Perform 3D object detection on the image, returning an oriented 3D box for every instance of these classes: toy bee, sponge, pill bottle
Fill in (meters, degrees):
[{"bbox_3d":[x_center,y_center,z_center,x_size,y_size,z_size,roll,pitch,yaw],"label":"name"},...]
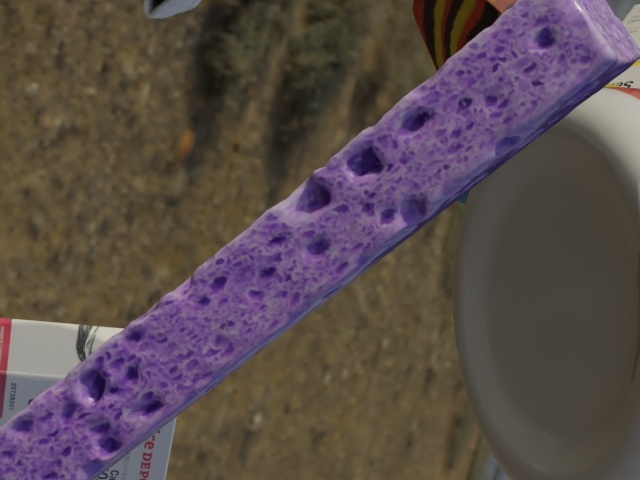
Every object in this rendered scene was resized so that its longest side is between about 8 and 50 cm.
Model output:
[{"bbox_3d":[0.184,-0.070,1.258,0.195,0.162,0.298,-50,119,-36],"label":"toy bee"},{"bbox_3d":[0.000,0.000,0.478,0.210,0.031,0.117,-38,179,16],"label":"sponge"},{"bbox_3d":[0.270,0.029,0.849,0.210,0.363,0.210,179,-90,-65],"label":"pill bottle"}]

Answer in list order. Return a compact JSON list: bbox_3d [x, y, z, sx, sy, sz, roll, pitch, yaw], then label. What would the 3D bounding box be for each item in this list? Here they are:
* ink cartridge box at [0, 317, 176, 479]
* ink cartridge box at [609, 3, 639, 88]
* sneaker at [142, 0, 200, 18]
[{"bbox_3d":[-0.274,0.183,1.755,0.100,0.237,0.172,-98,-163,-54],"label":"ink cartridge box"},{"bbox_3d":[0.405,-0.163,1.883,0.278,0.201,0.117,-50,122,-34],"label":"ink cartridge box"},{"bbox_3d":[-0.141,-0.331,1.763,0.094,0.080,0.212,-45,158,-59],"label":"sneaker"}]
